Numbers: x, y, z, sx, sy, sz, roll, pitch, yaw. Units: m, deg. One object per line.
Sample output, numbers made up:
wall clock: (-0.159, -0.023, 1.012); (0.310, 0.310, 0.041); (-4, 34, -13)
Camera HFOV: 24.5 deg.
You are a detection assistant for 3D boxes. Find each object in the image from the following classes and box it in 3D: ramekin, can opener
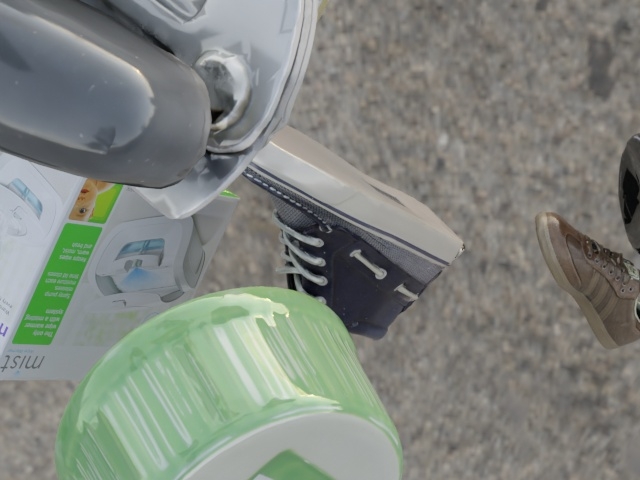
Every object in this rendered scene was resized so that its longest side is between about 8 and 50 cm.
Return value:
ramekin: (-0.073, 0.204, 1.335); (0.303, 0.303, 0.148); (-30, 47, -7)
can opener: (-0.118, -0.105, 0.399); (0.283, 0.095, 0.076); (38, 109, 26)

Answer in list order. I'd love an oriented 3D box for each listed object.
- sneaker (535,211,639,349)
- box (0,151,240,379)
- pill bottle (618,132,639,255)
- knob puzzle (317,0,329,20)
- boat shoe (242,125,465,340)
sneaker: (0.273, 0.029, 1.435); (0.071, 0.188, 0.066); (-24, 40, 20)
box: (-0.244, 0.017, 1.509); (0.126, 0.262, 0.231); (31, 101, 29)
pill bottle: (0.406, -0.050, 1.405); (0.219, 0.123, 0.123); (-4, 69, -6)
knob puzzle: (-0.074, -0.251, 1.400); (0.213, 0.213, 0.030); (6, 45, 6)
boat shoe: (0.000, 0.000, 1.512); (0.158, 0.340, 0.127); (-53, 43, 11)
